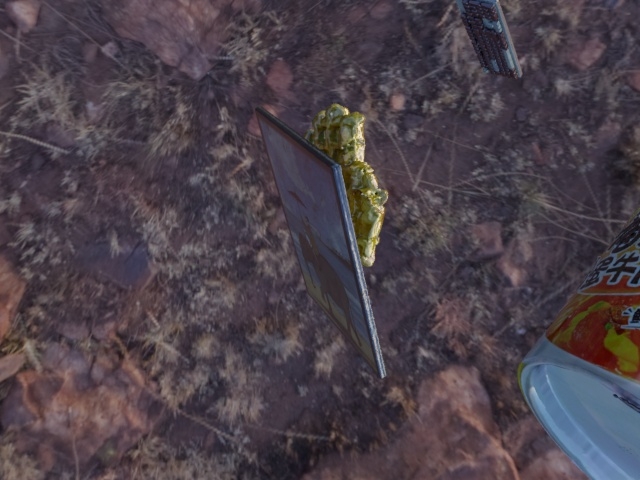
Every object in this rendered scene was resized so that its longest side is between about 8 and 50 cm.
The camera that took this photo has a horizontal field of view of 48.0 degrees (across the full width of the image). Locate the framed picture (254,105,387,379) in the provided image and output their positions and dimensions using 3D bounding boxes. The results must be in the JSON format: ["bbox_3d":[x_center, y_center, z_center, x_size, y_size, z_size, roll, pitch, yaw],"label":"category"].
[{"bbox_3d":[0.000,0.000,1.019,0.016,0.265,0.347,-24,124,-15],"label":"framed picture"}]

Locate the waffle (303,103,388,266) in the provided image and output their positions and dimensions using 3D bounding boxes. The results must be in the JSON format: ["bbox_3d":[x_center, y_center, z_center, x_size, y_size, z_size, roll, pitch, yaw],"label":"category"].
[{"bbox_3d":[0.030,-0.072,1.116,0.056,0.253,0.249,-2,129,-30],"label":"waffle"}]

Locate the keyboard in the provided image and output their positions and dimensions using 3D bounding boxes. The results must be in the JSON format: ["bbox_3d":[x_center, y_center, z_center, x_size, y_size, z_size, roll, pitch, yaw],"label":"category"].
[{"bbox_3d":[0.193,-0.233,0.830,0.055,0.166,0.017,27,86,29],"label":"keyboard"}]

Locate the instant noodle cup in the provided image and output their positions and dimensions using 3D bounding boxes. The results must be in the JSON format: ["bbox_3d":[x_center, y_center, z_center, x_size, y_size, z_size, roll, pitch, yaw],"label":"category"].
[{"bbox_3d":[0.280,0.090,0.500,0.200,0.264,0.264,-42,106,-13],"label":"instant noodle cup"}]
